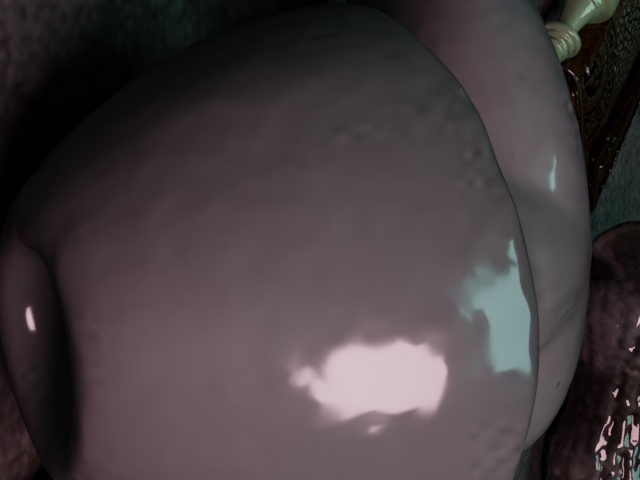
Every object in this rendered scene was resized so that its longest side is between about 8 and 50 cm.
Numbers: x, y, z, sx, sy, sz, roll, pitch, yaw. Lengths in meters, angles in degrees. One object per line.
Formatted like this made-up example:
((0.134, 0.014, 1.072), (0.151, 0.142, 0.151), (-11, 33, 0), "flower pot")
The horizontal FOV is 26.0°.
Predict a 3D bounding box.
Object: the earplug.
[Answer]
((0.012, 0.000, 0.510), (0.325, 0.175, 0.214), (-37, 125, -67), "earplug")

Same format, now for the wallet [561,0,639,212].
((0.221, -0.145, 1.004), (0.243, 0.039, 0.133), (-58, 146, -37), "wallet")

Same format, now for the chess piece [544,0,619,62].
((0.154, -0.133, 0.877), (0.093, 0.042, 0.042), (-54, 145, -30), "chess piece")

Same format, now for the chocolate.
((0.230, 0.108, 1.045), (0.110, 0.110, 0.248), (-19, 121, -61), "chocolate")
